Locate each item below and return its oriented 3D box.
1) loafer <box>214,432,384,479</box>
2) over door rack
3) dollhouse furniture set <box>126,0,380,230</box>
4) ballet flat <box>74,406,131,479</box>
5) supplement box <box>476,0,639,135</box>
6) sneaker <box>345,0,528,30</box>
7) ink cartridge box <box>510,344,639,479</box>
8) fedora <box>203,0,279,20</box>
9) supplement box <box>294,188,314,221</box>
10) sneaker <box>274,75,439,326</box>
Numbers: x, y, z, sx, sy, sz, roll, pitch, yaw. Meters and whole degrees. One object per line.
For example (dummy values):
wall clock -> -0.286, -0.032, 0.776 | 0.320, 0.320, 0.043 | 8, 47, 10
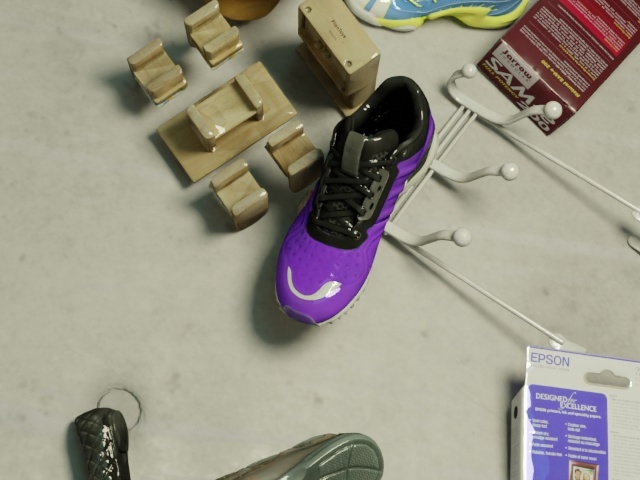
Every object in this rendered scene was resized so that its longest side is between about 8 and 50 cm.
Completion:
loafer -> -0.063, 0.269, 1.604 | 0.267, 0.084, 0.096 | -23, 107, -24
over door rack -> 0.234, -0.033, 1.828 | 0.324, 0.108, 0.239 | 38, 60, 0
dollhouse furniture set -> -0.061, -0.155, 1.784 | 0.242, 0.161, 0.212 | -34, 80, -7
ballet flat -> -0.214, 0.249, 1.571 | 0.049, 0.057, 0.173 | -14, 64, 18
supplement box -> 0.318, -0.255, 1.981 | 0.130, 0.073, 0.239 | 45, 59, 1
sneaker -> 0.152, -0.318, 1.919 | 0.240, 0.126, 0.091 | -4, 67, -22
ink cartridge box -> 0.309, 0.230, 1.754 | 0.206, 0.045, 0.208 | 9, 73, -16
fedora -> -0.089, -0.307, 1.833 | 0.194, 0.079, 0.194 | 19, 30, -11
supplement box -> 0.000, 0.000, 1.765 | 0.062, 0.036, 0.098 | 19, 61, -11
sneaker -> 0.031, -0.056, 1.677 | 0.102, 0.146, 0.293 | 22, 66, 14
